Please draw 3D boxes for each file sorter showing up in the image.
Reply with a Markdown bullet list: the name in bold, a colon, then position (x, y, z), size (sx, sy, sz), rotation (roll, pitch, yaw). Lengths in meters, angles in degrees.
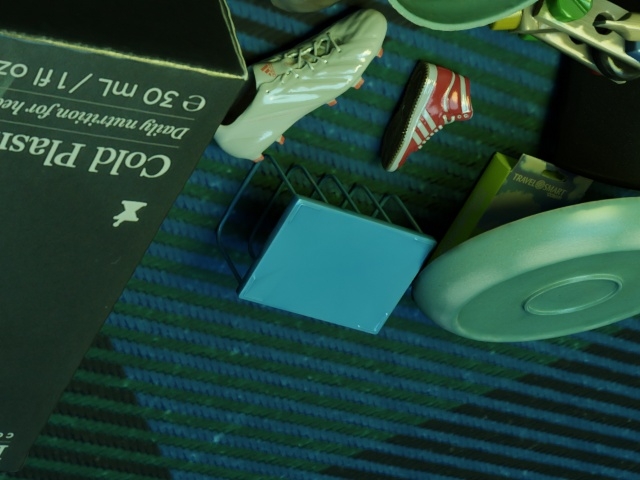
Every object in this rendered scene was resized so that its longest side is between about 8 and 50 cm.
- **file sorter**: position (0.000, 0.000, 1.780), size (0.170, 0.104, 0.118), rotation (16, 116, -35)

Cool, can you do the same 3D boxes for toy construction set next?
- **toy construction set**: position (0.203, -0.251, 1.574), size (0.237, 0.309, 0.257), rotation (2, 116, -21)

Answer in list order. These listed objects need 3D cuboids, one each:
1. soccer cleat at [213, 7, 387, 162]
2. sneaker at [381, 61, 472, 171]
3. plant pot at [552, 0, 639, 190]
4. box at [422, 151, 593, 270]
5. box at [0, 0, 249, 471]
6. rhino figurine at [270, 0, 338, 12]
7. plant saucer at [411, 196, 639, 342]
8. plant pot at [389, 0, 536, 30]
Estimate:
- **soccer cleat**: position (-0.023, -0.151, 1.681), size (0.196, 0.068, 0.076), rotation (-40, 129, 11)
- **sneaker**: position (0.107, -0.115, 1.786), size (0.067, 0.042, 0.118), rotation (11, 117, -28)
- **plant pot**: position (0.362, -0.134, 1.786), size (0.187, 0.167, 0.188), rotation (-5, 116, -24)
- **box**: position (0.196, -0.016, 1.904), size (0.109, 0.042, 0.178), rotation (15, 117, -34)
- **box**: position (-0.384, -0.088, 1.347), size (0.480, 0.297, 0.472), rotation (7, 136, -30)
- **rhino figurine**: position (-0.026, -0.297, 1.562), size (0.106, 0.073, 0.243), rotation (-29, 131, -7)
- **plant saucer**: position (0.251, 0.040, 1.829), size (0.317, 0.044, 0.317), rotation (-10, 160, -4)
- **plant pot**: position (0.103, -0.337, 1.384), size (0.293, 0.196, 0.293), rotation (-28, 147, -21)
